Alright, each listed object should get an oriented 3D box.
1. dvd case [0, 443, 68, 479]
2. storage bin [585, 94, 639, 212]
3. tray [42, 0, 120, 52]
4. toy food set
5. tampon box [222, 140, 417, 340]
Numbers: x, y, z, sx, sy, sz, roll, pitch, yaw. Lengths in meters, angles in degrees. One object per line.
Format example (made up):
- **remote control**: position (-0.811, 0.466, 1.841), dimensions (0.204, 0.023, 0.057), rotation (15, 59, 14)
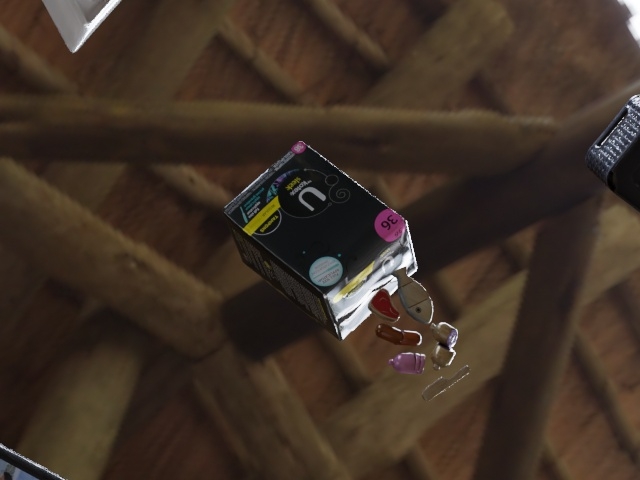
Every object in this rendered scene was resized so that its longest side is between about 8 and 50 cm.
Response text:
- **dvd case**: position (-0.218, 0.244, 1.054), dimensions (0.180, 0.253, 0.022), rotation (-63, -24, -9)
- **storage bin**: position (0.447, -0.087, 1.974), dimensions (0.180, 0.122, 0.084), rotation (34, -169, -20)
- **tray**: position (-0.296, -0.388, 2.094), dimensions (0.145, 0.030, 0.270), rotation (63, -142, -31)
- **toy food set**: position (0.089, 0.088, 1.469), dimensions (0.078, 0.019, 0.122), rotation (-33, -101, -20)
- **tampon box**: position (0.000, 0.000, 1.618), dimensions (0.161, 0.120, 0.101), rotation (38, 162, 30)
